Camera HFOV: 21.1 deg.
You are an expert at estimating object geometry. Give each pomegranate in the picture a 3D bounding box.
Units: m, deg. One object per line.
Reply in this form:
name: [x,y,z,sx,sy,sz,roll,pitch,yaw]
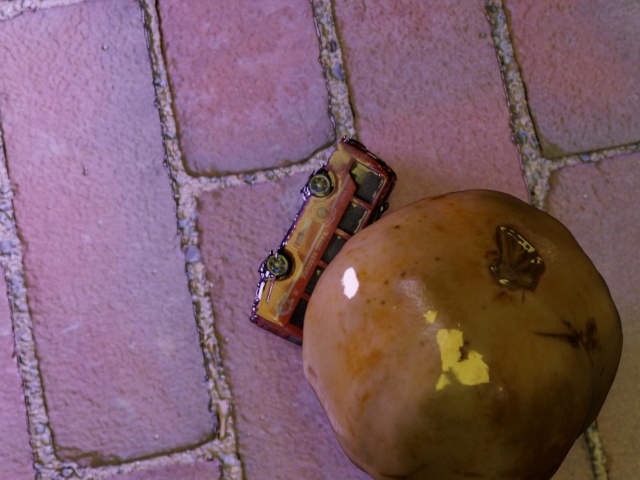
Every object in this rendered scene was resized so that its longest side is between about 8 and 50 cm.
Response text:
pomegranate: [0.143,0.113,1.778,0.333,0.332,0.332,1,76,-3]

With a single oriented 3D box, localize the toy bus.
toy bus: [0.000,0.000,1.918,0.096,0.073,0.235,30,76,-4]
